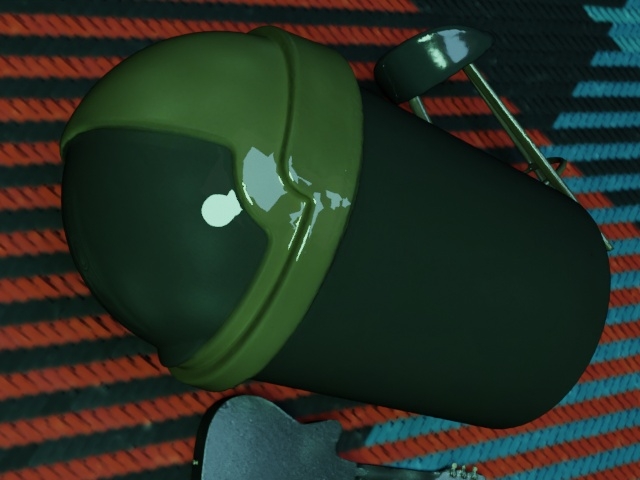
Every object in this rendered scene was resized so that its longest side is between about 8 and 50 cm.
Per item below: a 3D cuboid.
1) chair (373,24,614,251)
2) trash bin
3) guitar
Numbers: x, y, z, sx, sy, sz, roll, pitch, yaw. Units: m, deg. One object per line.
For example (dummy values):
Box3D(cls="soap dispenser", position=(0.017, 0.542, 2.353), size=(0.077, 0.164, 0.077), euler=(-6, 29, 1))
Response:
Box3D(cls="chair", position=(0.136, -0.077, 0.713), size=(0.222, 0.104, 0.095), euler=(53, 37, -13))
Box3D(cls="trash bin", position=(0.000, 0.000, 0.560), size=(0.333, 0.214, 0.214), euler=(22, 70, -30))
Box3D(cls="guitar", position=(0.021, 0.164, 0.638), size=(0.233, 0.025, 0.088), euler=(12, 74, -24))
